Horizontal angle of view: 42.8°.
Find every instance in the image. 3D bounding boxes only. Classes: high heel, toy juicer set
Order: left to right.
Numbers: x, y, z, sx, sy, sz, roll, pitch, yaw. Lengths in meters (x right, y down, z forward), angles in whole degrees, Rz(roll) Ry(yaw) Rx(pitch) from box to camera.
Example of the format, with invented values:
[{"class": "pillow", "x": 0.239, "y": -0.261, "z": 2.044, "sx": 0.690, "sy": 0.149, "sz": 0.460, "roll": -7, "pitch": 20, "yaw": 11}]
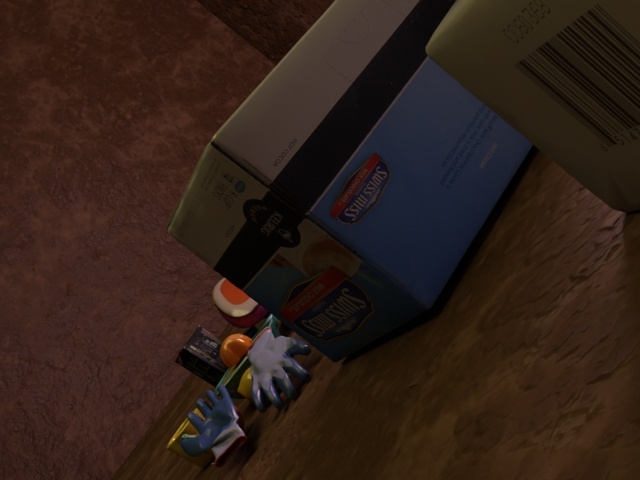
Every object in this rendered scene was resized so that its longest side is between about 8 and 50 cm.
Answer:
[{"class": "toy juicer set", "x": -0.092, "y": 0.161, "z": 1.143, "sx": 0.329, "sy": 0.089, "sz": 0.209, "roll": -53, "pitch": 4, "yaw": -23}, {"class": "high heel", "x": -0.089, "y": 0.112, "z": 1.420, "sx": 0.127, "sy": 0.181, "sz": 0.377, "roll": -22, "pitch": 16, "yaw": 8}]

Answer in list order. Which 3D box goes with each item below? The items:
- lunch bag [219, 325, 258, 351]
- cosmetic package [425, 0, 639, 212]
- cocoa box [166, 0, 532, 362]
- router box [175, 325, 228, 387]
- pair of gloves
[{"class": "lunch bag", "x": -0.123, "y": 0.191, "z": 1.389, "sx": 0.067, "sy": 0.065, "sz": 0.098, "roll": -37, "pitch": -2, "yaw": -19}, {"class": "cosmetic package", "x": 0.242, "y": -0.215, "z": 0.393, "sx": 0.385, "sy": 0.156, "sz": 0.217, "roll": -51, "pitch": 4, "yaw": -9}, {"class": "cocoa box", "x": 0.055, "y": -0.095, "z": 0.812, "sx": 0.347, "sy": 0.228, "sz": 0.231, "roll": -54, "pitch": 4, "yaw": -27}, {"class": "router box", "x": -0.196, "y": 0.220, "z": 1.504, "sx": 0.038, "sy": 0.122, "sz": 0.092, "roll": -56, "pitch": 2, "yaw": 24}, {"class": "pair of gloves", "x": -0.092, "y": 0.190, "z": 0.984, "sx": 0.198, "sy": 0.023, "sz": 0.159, "roll": -48, "pitch": 23, "yaw": -4}]
